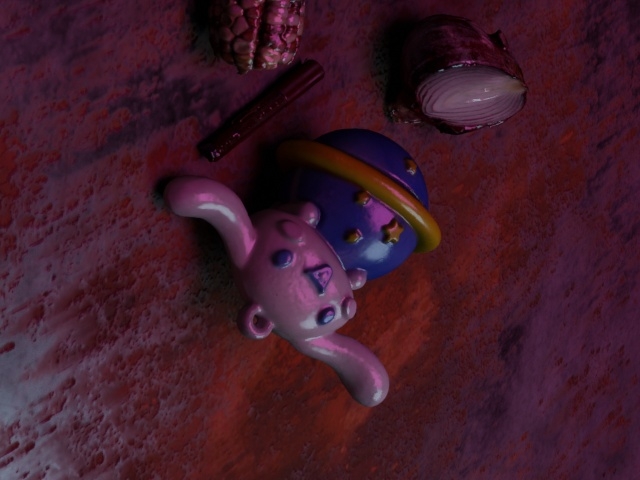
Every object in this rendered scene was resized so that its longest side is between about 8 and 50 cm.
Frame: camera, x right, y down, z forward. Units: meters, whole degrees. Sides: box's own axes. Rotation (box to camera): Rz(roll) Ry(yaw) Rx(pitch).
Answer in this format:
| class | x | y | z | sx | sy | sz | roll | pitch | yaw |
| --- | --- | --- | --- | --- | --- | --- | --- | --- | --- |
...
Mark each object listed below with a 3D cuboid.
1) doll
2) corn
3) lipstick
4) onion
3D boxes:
| class | x | y | z | sx | sy | sz | roll | pitch | yaw |
| --- | --- | --- | --- | --- | --- | --- | --- | --- | --- |
| doll | -0.024 | -0.018 | 1.610 | 0.311 | 0.159 | 0.243 | 33 | 87 | -32 |
| corn | -0.055 | -0.288 | 1.480 | 0.092 | 0.092 | 0.280 | -16 | 112 | -53 |
| lipstick | -0.056 | -0.125 | 1.597 | 0.176 | 0.027 | 0.027 | -43 | 135 | -39 |
| onion | 0.143 | -0.191 | 1.809 | 0.206 | 0.151 | 0.098 | 40 | 35 | -66 |
